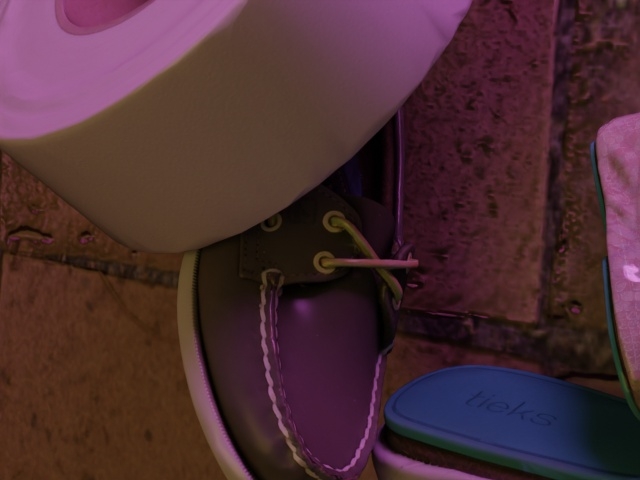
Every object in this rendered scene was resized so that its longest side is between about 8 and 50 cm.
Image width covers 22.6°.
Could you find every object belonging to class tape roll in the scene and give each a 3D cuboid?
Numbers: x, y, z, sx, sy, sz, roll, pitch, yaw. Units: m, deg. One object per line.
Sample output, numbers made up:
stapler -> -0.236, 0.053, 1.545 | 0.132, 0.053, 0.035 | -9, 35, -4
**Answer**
tape roll -> -0.051, -0.135, 0.827 | 0.286, 0.100, 0.286 | -31, 37, 26

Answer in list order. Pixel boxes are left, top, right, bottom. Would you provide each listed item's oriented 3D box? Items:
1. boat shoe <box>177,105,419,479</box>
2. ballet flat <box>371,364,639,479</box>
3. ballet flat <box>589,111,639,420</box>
boat shoe -> -0.003, -0.002, 0.820 | 0.091, 0.109, 0.305 | -30, 43, 32
ballet flat -> 0.184, 0.146, 0.692 | 0.400, 0.139, 0.139 | 8, 95, 48
ballet flat -> 0.155, 0.004, 0.722 | 0.052, 0.057, 0.168 | -25, 48, 29
